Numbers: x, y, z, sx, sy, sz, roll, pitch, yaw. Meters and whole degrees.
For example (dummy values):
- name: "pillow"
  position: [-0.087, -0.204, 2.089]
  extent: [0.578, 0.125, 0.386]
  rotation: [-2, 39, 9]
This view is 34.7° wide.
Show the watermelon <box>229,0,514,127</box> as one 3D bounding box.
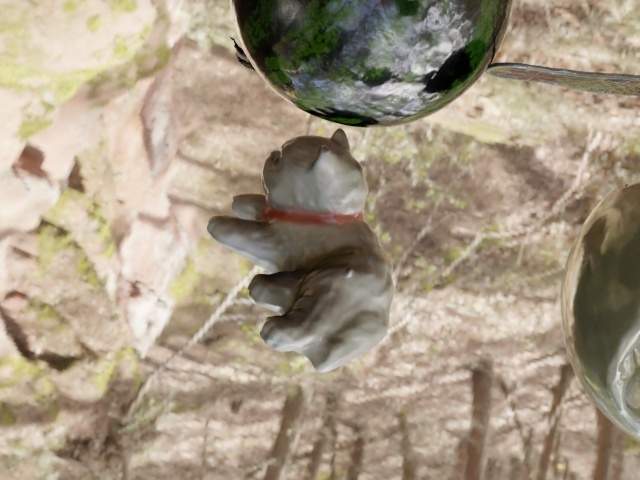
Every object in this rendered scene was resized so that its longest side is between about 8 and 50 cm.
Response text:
- name: "watermelon"
  position: [0.046, -0.230, 0.941]
  extent: [0.269, 0.269, 0.269]
  rotation: [15, 155, 7]

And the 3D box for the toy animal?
- name: "toy animal"
  position: [0.000, 0.000, 1.233]
  extent: [0.266, 0.188, 0.308]
  rotation: [42, -161, 2]

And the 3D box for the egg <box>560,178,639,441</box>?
- name: "egg"
  position: [0.389, 0.055, 1.049]
  extent: [0.278, 0.336, 0.278]
  rotation: [6, 117, 12]

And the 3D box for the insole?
- name: "insole"
  position: [0.254, -0.156, 0.992]
  extent: [0.193, 0.006, 0.065]
  rotation: [5, 175, -9]
